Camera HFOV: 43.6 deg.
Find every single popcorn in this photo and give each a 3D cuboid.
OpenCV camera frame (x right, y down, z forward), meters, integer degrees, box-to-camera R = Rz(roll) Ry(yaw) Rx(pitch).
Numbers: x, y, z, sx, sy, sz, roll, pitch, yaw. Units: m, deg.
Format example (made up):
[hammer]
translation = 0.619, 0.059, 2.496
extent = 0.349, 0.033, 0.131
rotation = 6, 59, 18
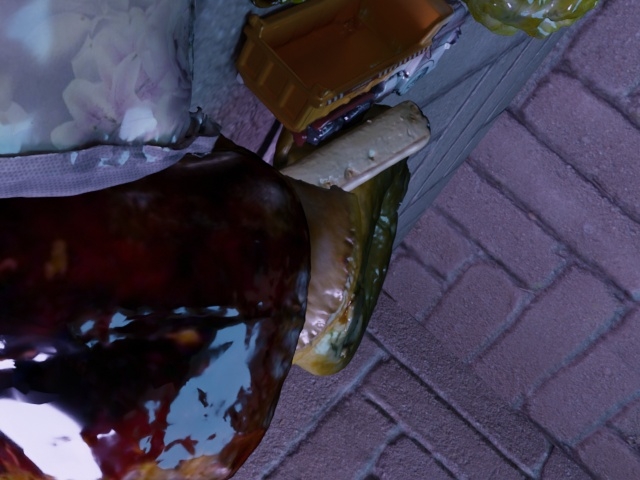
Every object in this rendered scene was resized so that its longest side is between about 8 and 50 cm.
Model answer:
[popcorn]
translation = 0.253, -0.348, 1.000
extent = 0.198, 0.198, 0.212
rotation = -45, -163, -13

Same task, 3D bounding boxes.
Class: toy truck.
[toy truck]
translation = 0.035, -0.194, 0.796
extent = 0.270, 0.114, 0.135
rotation = -36, 171, -40

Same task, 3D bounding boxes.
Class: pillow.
[pillow]
translation = -0.098, -0.141, 0.312
extent = 0.169, 0.059, 0.254
rotation = -14, 119, -48

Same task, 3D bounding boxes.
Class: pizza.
[pizza]
translation = -0.094, 0.005, 0.609
extent = 0.034, 0.262, 0.181
rotation = 6, 110, -64

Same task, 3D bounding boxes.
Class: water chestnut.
[water chestnut]
translation = -0.145, 0.027, 0.481
extent = 0.244, 0.289, 0.289
rotation = -53, 176, -38

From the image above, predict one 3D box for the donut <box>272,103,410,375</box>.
[donut]
translation = 0.000, 0.000, 0.991
extent = 0.360, 0.170, 0.360
rotation = 15, 90, -78

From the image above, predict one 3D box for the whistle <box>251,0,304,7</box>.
[whistle]
translation = -0.022, -0.217, 0.648
extent = 0.057, 0.046, 0.109
rotation = -59, -179, -20

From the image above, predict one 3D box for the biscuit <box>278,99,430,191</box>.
[biscuit]
translation = 0.031, -0.081, 0.811
extent = 0.188, 0.056, 0.052
rotation = -31, -174, -24
